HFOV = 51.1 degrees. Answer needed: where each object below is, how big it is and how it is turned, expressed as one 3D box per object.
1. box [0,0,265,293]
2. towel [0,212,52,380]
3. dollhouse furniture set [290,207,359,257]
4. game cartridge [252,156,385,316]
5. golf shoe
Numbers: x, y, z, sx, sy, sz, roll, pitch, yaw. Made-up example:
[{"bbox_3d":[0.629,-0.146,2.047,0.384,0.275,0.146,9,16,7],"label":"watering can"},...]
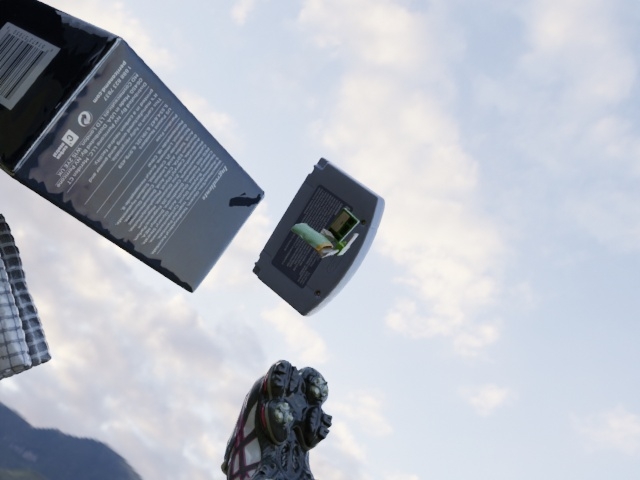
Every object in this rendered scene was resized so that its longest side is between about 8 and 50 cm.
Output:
[{"bbox_3d":[-0.322,-0.135,0.997,0.293,0.212,0.395,29,-10,33],"label":"box"},{"bbox_3d":[-0.543,0.111,0.935,0.283,0.121,0.235,-20,-94,5],"label":"towel"},{"bbox_3d":[0.019,-0.018,1.153,0.076,0.151,0.059,43,-74,13],"label":"dollhouse furniture set"},{"bbox_3d":[0.000,0.000,1.389,0.196,0.060,0.294,39,-77,28],"label":"game cartridge"},{"bbox_3d":[-0.059,0.271,0.745,0.105,0.273,0.120,31,-41,-23],"label":"golf shoe"}]
